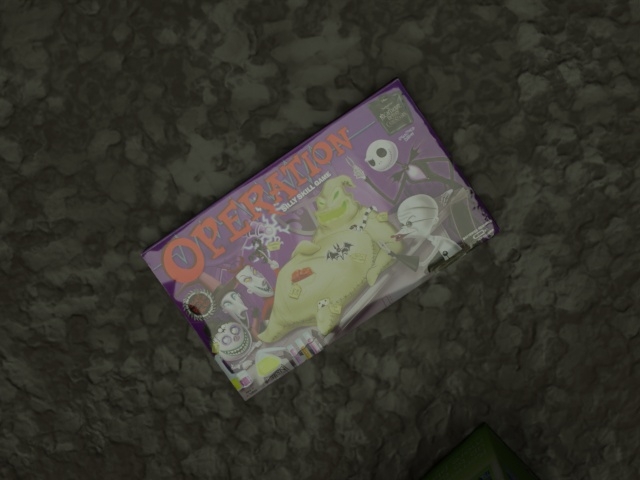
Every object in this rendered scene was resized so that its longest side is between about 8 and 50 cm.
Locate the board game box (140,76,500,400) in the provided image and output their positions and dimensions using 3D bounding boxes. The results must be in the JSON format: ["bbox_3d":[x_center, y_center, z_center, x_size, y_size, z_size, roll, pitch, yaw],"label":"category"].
[{"bbox_3d":[0.000,0.000,1.571,0.347,0.056,0.208,-35,93,6],"label":"board game box"}]

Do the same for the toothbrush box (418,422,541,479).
[{"bbox_3d":[0.152,0.338,1.504,0.206,0.283,0.122,-43,97,8],"label":"toothbrush box"}]
